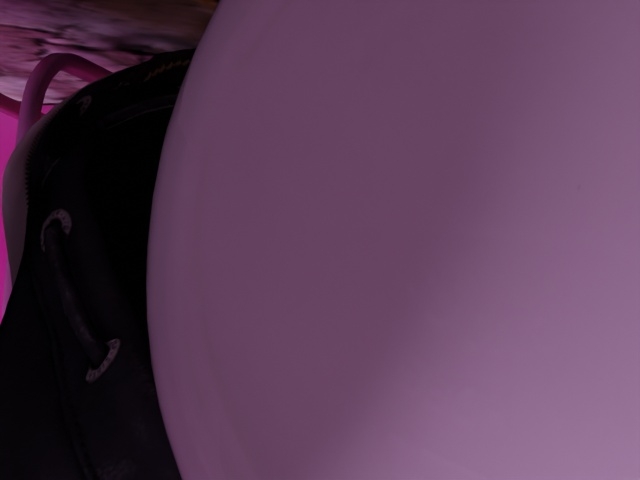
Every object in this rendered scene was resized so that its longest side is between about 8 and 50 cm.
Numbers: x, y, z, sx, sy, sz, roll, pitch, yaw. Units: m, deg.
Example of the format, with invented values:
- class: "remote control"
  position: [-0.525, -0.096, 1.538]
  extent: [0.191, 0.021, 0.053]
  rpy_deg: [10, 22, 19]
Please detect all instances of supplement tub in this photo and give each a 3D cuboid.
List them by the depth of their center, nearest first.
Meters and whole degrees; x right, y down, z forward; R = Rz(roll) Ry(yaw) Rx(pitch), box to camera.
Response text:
- class: "supplement tub"
  position: [0.109, 0.013, 0.428]
  extent: [0.191, 0.191, 0.272]
  rpy_deg: [-1, 174, 35]

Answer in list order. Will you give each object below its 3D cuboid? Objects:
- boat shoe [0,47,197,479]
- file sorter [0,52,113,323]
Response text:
- class: "boat shoe"
  position: [-0.033, 0.009, 0.542]
  extent: [0.113, 0.127, 0.340]
  rpy_deg: [-39, -169, 22]
- class: "file sorter"
  position: [-0.205, 0.028, 0.748]
  extent: [0.291, 0.202, 0.182]
  rpy_deg: [1, 172, 18]
